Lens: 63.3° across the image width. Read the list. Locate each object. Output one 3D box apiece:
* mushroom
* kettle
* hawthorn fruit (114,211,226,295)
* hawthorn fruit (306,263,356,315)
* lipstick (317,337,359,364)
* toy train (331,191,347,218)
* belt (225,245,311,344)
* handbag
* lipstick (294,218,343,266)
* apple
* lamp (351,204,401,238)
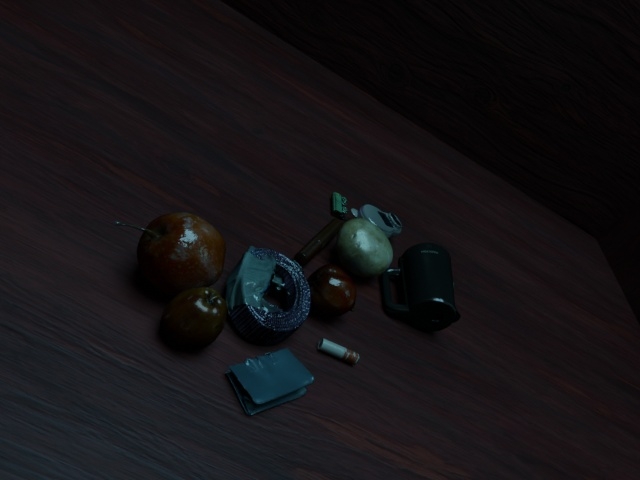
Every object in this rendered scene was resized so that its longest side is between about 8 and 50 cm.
[{"bbox_3d":[0.164,0.030,1.970,0.255,0.184,0.254,26,32,-17],"label":"mushroom"},{"bbox_3d":[0.389,0.168,1.993,0.262,0.203,0.307,28,37,-16],"label":"kettle"},{"bbox_3d":[-0.375,0.036,1.408,0.235,0.263,0.231,-16,89,-7],"label":"hawthorn fruit"},{"bbox_3d":[0.042,0.173,1.710,0.188,0.169,0.169,36,30,-27],"label":"hawthorn fruit"},{"bbox_3d":[0.057,0.346,1.616,0.131,0.038,0.038,26,35,-14],"label":"lipstick"},{"bbox_3d":[0.081,-0.148,2.248,0.071,0.038,0.147,21,37,-17],"label":"toy train"},{"bbox_3d":[-0.159,0.167,1.577,0.260,0.122,0.324,34,36,-16],"label":"belt"},{"bbox_3d":[-0.134,0.372,1.405,0.221,0.057,0.144,-6,48,-45],"label":"handbag"},{"bbox_3d":[0.000,0.000,1.976,0.057,0.057,0.356,39,33,4],"label":"lipstick"},{"bbox_3d":[-0.325,0.202,1.347,0.156,0.158,0.147,35,35,-9],"label":"apple"},{"bbox_3d":[0.240,-0.064,2.223,0.246,0.108,0.179,6,48,-40],"label":"lamp"}]
